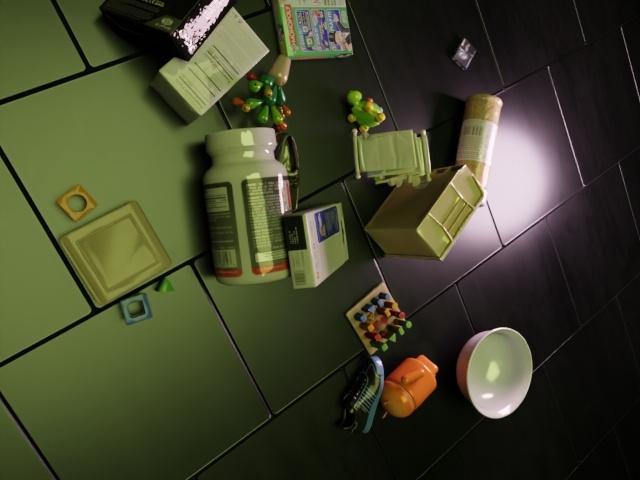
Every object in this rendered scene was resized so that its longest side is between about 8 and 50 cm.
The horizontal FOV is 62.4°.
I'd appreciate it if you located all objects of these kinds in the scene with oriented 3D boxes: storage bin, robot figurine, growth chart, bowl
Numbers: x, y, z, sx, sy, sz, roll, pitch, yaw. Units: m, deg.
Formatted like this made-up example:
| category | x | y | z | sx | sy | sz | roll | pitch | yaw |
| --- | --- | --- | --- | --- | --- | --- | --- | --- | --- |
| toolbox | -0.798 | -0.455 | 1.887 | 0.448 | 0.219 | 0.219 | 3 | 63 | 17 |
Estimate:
| category | x | y | z | sx | sy | sz | roll | pitch | yaw |
| --- | --- | --- | --- | --- | --- | --- | --- | --- | --- |
| storage bin | 0.299 | -0.083 | 1.537 | 0.123 | 0.262 | 0.260 | 45 | 71 | -21 |
| robot figurine | 0.262 | 0.444 | 1.604 | 0.219 | 0.158 | 0.128 | -36 | 98 | -29 |
| growth chart | 0.201 | -0.239 | 1.523 | 0.021 | 0.238 | 0.171 | -18 | 109 | -67 |
| bowl | 0.555 | 0.428 | 1.769 | 0.298 | 0.134 | 0.297 | -1 | 93 | -28 |

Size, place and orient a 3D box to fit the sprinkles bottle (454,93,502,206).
| category | x | y | z | sx | sy | sz | roll | pitch | yaw |
| --- | --- | --- | --- | --- | --- | --- | --- | --- | --- |
| sprinkles bottle | 0.504 | -0.289 | 1.722 | 0.121 | 0.121 | 0.355 | 13 | 85 | -29 |

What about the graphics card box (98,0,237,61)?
| category | x | y | z | sx | sy | sz | roll | pitch | yaw |
| --- | --- | --- | --- | --- | --- | --- | --- | --- | --- |
| graphics card box | -0.296 | -0.599 | 1.210 | 0.370 | 0.233 | 0.094 | -58 | 158 | -16 |

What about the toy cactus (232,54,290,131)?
| category | x | y | z | sx | sy | sz | roll | pitch | yaw |
| --- | --- | --- | --- | --- | --- | --- | --- | --- | --- |
| toy cactus | -0.128 | -0.382 | 1.348 | 0.219 | 0.112 | 0.180 | 28 | 82 | -62 |

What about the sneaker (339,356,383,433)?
| category | x | y | z | sx | sy | sz | roll | pitch | yaw |
| --- | --- | --- | --- | --- | --- | --- | --- | --- | --- |
| sneaker | 0.119 | 0.455 | 1.558 | 0.091 | 0.081 | 0.232 | 14 | 85 | -34 |

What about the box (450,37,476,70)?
| category | x | y | z | sx | sy | sz | roll | pitch | yaw |
| --- | --- | --- | --- | --- | --- | --- | --- | --- | --- |
| box | 0.474 | -0.617 | 1.752 | 0.067 | 0.018 | 0.083 | 36 | 75 | -25 |

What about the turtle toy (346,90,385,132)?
| category | x | y | z | sx | sy | sz | roll | pitch | yaw |
| --- | --- | --- | --- | --- | --- | --- | --- | --- | --- |
| turtle toy | 0.127 | -0.380 | 1.535 | 0.130 | 0.095 | 0.066 | 36 | 53 | -26 |

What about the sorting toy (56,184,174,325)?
| category | x | y | z | sx | sy | sz | roll | pitch | yaw |
| --- | --- | --- | --- | --- | --- | --- | --- | --- | --- |
| sorting toy | -0.475 | 0.026 | 1.236 | 0.196 | 0.047 | 0.347 | -34 | 108 | -28 |

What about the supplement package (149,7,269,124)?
| category | x | y | z | sx | sy | sz | roll | pitch | yaw |
| --- | --- | --- | --- | --- | --- | --- | --- | --- | --- |
| supplement package | -0.269 | -0.417 | 1.279 | 0.134 | 0.139 | 0.244 | 47 | 72 | -20 |

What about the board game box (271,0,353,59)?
| category | x | y | z | sx | sy | sz | roll | pitch | yaw |
| --- | --- | --- | --- | --- | --- | --- | --- | --- | --- |
| board game box | -0.032 | -0.665 | 1.455 | 0.214 | 0.046 | 0.317 | -13 | 98 | -27 |

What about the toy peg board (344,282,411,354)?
| category | x | y | z | sx | sy | sz | roll | pitch | yaw |
| --- | --- | --- | --- | --- | --- | --- | --- | --- | --- |
| toy peg board | 0.185 | 0.239 | 1.589 | 0.161 | 0.079 | 0.160 | -38 | 109 | -23 |

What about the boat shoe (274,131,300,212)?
| category | x | y | z | sx | sy | sz | roll | pitch | yaw |
| --- | --- | --- | --- | --- | --- | --- | --- | --- | --- |
| boat shoe | -0.093 | -0.178 | 1.417 | 0.080 | 0.073 | 0.223 | -10 | 101 | -28 |

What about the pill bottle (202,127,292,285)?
| category | x | y | z | sx | sy | sz | roll | pitch | yaw |
| --- | --- | --- | --- | --- | --- | --- | --- | --- | --- |
| pill bottle | -0.175 | -0.084 | 1.303 | 0.210 | 0.210 | 0.362 | -9 | 96 | -28 |

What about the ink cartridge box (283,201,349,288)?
| category | x | y | z | sx | sy | sz | roll | pitch | yaw |
| --- | --- | --- | --- | --- | --- | --- | --- | --- | --- |
| ink cartridge box | 0.000 | 0.000 | 1.391 | 0.371 | 0.069 | 0.175 | -26 | 110 | -71 |
